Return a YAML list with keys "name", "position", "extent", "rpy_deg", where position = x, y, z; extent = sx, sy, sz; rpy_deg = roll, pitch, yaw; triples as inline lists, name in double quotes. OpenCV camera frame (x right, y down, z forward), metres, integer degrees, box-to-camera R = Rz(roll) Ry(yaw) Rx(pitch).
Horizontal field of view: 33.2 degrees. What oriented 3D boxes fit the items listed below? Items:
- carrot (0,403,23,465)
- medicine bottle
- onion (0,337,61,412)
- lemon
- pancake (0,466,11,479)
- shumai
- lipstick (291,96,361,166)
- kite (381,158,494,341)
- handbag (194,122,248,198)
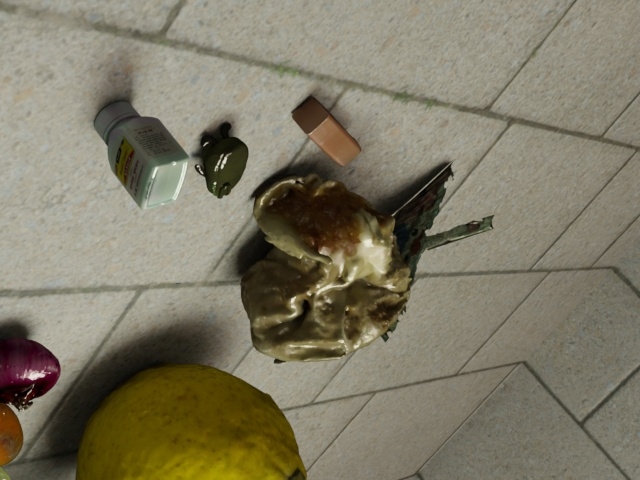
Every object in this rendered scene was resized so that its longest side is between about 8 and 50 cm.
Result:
- name: "carrot"
  position: [-0.466, 0.247, 1.465]
  extent: [0.087, 0.087, 0.193]
  rpy_deg: [-34, 151, -13]
- name: "medicine bottle"
  position: [-0.204, -0.101, 1.211]
  extent: [0.055, 0.118, 0.074]
  rpy_deg: [-20, 149, -36]
- name: "onion"
  position: [-0.401, 0.180, 1.420]
  extent: [0.115, 0.104, 0.115]
  rpy_deg: [-16, 149, -10]
- name: "lemon"
  position: [-0.198, 0.365, 1.688]
  extent: [0.350, 0.387, 0.349]
  rpy_deg: [-9, 100, -57]
- name: "pancake"
  position: [-0.542, 0.403, 1.518]
  extent: [0.253, 0.037, 0.253]
  rpy_deg: [-9, 104, -39]
- name: "shumai"
  position: [0.000, 0.000, 1.640]
  extent: [0.314, 0.267, 0.262]
  rpy_deg: [-52, 140, -53]
- name: "lipstick"
  position: [0.011, -0.151, 1.513]
  extent: [0.045, 0.045, 0.145]
  rpy_deg: [-40, 156, 6]
- name: "kite"
  position: [0.144, 0.012, 1.792]
  extent: [0.368, 0.014, 0.406]
  rpy_deg: [-20, -144, 44]
- name: "handbag"
  position: [-0.129, -0.096, 1.406]
  extent: [0.072, 0.047, 0.111]
  rpy_deg: [-33, 155, -27]
